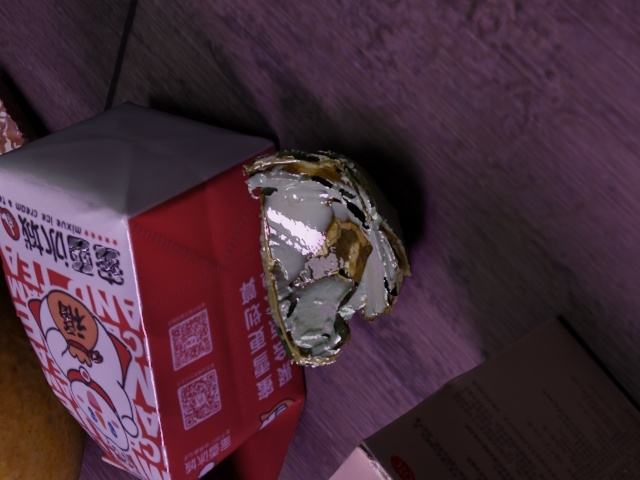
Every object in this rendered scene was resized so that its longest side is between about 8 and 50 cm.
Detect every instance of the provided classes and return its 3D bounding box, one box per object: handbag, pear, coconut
[{"bbox_3d":[-0.117,0.063,0.938,0.171,0.151,0.298,18,127,38],"label":"handbag"},{"bbox_3d":[-0.356,0.152,1.179,0.304,0.304,0.304,28,131,38],"label":"pear"},{"bbox_3d":[0.005,-0.001,0.826,0.133,0.055,0.158,58,142,8],"label":"coconut"}]

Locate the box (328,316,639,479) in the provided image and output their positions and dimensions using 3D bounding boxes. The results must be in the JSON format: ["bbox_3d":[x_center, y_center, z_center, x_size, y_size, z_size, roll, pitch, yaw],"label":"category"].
[{"bbox_3d":[0.124,0.173,0.692,0.212,0.168,0.095,51,140,17],"label":"box"}]

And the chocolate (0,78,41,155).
[{"bbox_3d":[-0.218,0.000,1.097,0.102,0.065,0.329,-46,75,31],"label":"chocolate"}]
